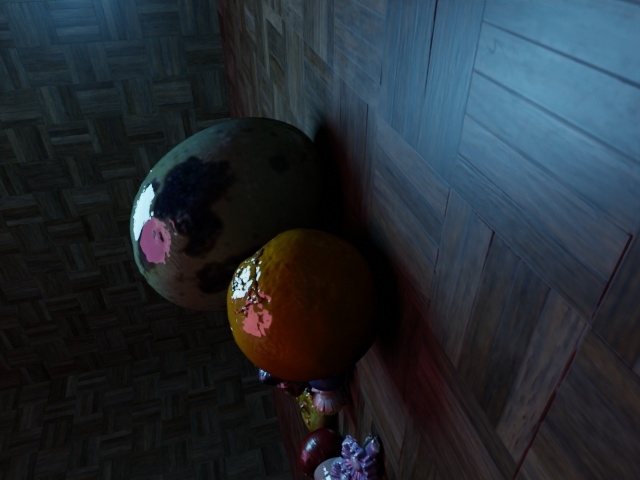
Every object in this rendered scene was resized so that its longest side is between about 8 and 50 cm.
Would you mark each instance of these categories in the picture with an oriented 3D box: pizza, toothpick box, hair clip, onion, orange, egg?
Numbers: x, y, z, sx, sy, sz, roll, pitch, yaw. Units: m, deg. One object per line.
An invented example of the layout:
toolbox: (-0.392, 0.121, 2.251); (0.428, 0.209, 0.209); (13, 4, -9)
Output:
pizza: (-0.019, 0.491, 1.406); (0.268, 0.087, 0.258); (-134, 33, -63)
toothpick box: (0.050, 0.621, 1.154); (0.149, 0.098, 0.098); (-122, 25, -57)
hair clip: (0.080, 0.481, 1.003); (0.106, 0.084, 0.292); (50, 148, 30)
onion: (0.001, 0.566, 1.267); (0.131, 0.131, 0.131); (170, 90, -77)
orange: (-0.025, 0.103, 0.762); (0.246, 0.246, 0.246); (170, 90, -77)
egg: (-0.174, -0.053, 0.960); (0.345, 0.428, 0.345); (50, -179, -2)

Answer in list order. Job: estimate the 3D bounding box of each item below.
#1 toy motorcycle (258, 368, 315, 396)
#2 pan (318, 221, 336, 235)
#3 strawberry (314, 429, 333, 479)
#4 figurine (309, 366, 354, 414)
toy motorcycle: (-0.074, 0.208, 1.150); (0.134, 0.207, 0.401); (4, 104, 55)
pan: (0.000, 0.000, 1.048); (0.235, 0.028, 0.136); (-123, 27, -52)
strawberry: (0.012, 0.644, 1.377); (0.192, 0.085, 0.140); (101, 157, -54)
figurine: (0.022, 0.311, 1.071); (0.102, 0.111, 0.195); (-95, -3, -59)
